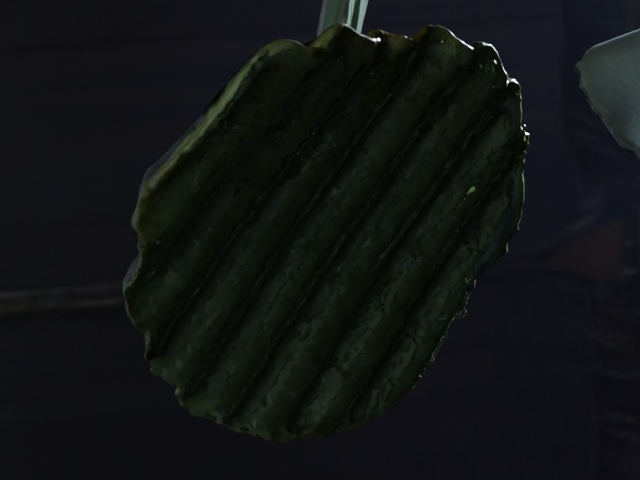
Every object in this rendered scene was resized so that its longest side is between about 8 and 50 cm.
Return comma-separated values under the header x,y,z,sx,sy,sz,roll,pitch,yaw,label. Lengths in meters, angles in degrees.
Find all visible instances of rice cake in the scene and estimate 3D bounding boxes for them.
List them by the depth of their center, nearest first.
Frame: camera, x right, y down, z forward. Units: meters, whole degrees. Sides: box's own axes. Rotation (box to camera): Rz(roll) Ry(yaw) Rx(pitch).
x,y,z,sx,sy,sz,roll,pitch,yaw,label
0.023,-0.253,1.856,0.080,0.042,0.221,49,48,-59,rice cake

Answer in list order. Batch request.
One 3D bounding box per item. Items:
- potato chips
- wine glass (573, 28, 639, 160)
x,y,z,sx,sy,sz,roll,pitch,yaw,label
0.000,0.000,1.353,0.429,0.358,0.070,-57,-144,21,potato chips
0.258,-0.145,0.842,0.156,0.156,0.232,-100,-148,-48,wine glass
